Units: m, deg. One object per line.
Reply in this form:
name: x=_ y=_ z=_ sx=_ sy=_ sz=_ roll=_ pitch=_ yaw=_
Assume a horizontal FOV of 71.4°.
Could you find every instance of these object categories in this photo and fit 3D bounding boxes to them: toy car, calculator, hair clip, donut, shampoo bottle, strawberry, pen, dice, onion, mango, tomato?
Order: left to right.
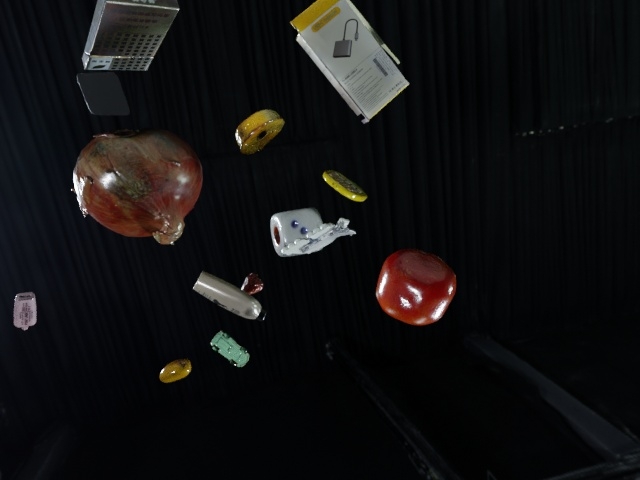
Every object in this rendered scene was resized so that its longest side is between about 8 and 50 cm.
pen: x=-0.807 y=0.200 z=1.216 sx=0.053 sy=0.032 sz=0.197 roll=-6 pitch=149 yaw=-36
onion: x=-0.521 y=-0.164 z=1.279 sx=0.355 sy=0.352 sz=0.353 roll=-8 pitch=-166 yaw=2
mango: x=-0.478 y=0.429 z=1.465 sx=0.115 sy=0.060 sz=0.080 roll=-28 pitch=165 yaw=18
toy car: x=-0.264 y=0.321 z=1.314 sx=0.059 sy=0.122 sz=0.035 roll=-51 pitch=-176 yaw=-13
shampoo bottle: x=-0.297 y=0.194 z=1.494 sx=0.127 sy=0.257 sz=0.078 roll=-45 pitch=-161 yaw=55
strawberry: x=-0.249 y=0.162 z=1.616 sx=0.083 sy=0.073 sz=0.073 roll=-42 pitch=-156 yaw=-13
donut: x=-0.223 y=-0.395 z=1.593 sx=0.190 sy=0.074 sz=0.174 roll=-39 pitch=171 yaw=20
dice: x=-0.101 y=-0.036 z=1.925 sx=0.192 sy=0.193 sz=0.194 roll=-9 pitch=180 yaw=-23
hair clip: x=0.000 y=0.000 z=1.374 sx=0.220 sy=0.054 sz=0.140 roll=-29 pitch=162 yaw=25
calculator: x=0.079 y=-0.173 z=1.408 sx=0.146 sy=0.032 sz=0.235 roll=40 pitch=-164 yaw=12
tomato: x=0.404 y=0.198 z=1.922 sx=0.325 sy=0.292 sz=0.290 roll=32 pitch=-158 yaw=17

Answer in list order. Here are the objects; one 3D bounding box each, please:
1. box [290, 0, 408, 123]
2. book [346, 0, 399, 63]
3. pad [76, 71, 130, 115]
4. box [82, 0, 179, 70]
box: x=0.061 y=-0.378 z=0.918 sx=0.129 sy=0.247 sz=0.033 roll=-42 pitch=-169 yaw=-10
book: x=0.151 y=-0.609 z=1.297 sx=0.013 sy=0.192 sz=0.168 roll=-39 pitch=167 yaw=22
pad: x=-0.829 y=-0.520 z=1.804 sx=0.250 sy=0.323 sz=0.055 roll=10 pitch=-125 yaw=27
box: x=-0.520 y=-0.555 z=1.202 sx=0.181 sy=0.047 sz=0.325 roll=-16 pitch=179 yaw=-37
